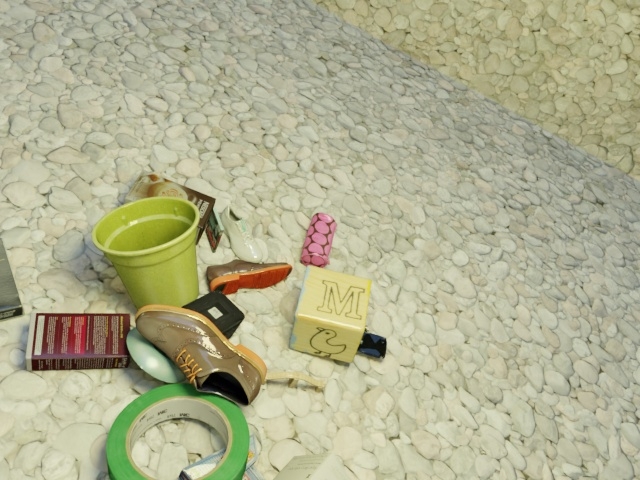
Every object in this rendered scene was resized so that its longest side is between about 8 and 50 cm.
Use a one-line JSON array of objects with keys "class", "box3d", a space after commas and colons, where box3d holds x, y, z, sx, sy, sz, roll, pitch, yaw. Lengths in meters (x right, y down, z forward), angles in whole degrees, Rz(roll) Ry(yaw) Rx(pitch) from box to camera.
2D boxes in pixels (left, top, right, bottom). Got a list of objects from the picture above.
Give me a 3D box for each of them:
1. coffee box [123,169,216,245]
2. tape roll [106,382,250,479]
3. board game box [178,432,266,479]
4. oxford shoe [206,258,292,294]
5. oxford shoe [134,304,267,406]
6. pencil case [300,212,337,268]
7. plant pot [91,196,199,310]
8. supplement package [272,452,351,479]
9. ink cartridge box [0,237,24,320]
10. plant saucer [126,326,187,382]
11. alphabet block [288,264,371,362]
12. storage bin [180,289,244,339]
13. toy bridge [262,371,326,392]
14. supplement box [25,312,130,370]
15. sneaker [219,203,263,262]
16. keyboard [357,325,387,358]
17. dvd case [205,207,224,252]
[{"class": "coffee box", "box3d": [-0.469, -0.103, 1.806, 0.246, 0.098, 0.141, 21, 48, -8]}, {"class": "tape roll", "box3d": [-0.328, 0.482, 1.349, 0.321, 0.077, 0.321, 8, 35, -6]}, {"class": "board game box", "box3d": [-0.205, 0.576, 1.404, 0.194, 0.060, 0.194, 45, 50, 14]}, {"class": "oxford shoe", "box3d": [-0.216, 0.090, 1.772, 0.271, 0.097, 0.098, -7, 51, -29]}, {"class": "oxford shoe", "box3d": [-0.302, 0.281, 1.423, 0.363, 0.130, 0.133, 29, 27, -6]}, {"class": "pencil case", "box3d": [0.000, 0.000, 1.945, 0.098, 0.095, 0.209, -3, 48, 18]}, {"class": "plant pot", "box3d": [-0.440, 0.058, 1.554, 0.276, 0.254, 0.276, -3, 34, 2]}, {"class": "supplement package", "box3d": [-0.060, 0.649, 1.301, 0.293, 0.177, 0.175, -37, 95, -41]}, {"class": "ink cartridge box", "box3d": [-0.946, 0.092, 1.453, 0.303, 0.072, 0.307, -15, 63, -33]}, {"class": "plant saucer", "box3d": [-0.406, 0.282, 1.499, 0.195, 0.037, 0.195, 39, 15, -12]}, {"class": "alphabet block", "box3d": [0.028, 0.215, 1.696, 0.197, 0.192, 0.193, 13, 50, 1]}, {"class": "storage bin", "box3d": [-0.309, 0.225, 1.585, 0.122, 0.084, 0.180, 42, 28, 12]}, {"class": "toy bridge", "box3d": [-0.073, 0.389, 1.613, 0.188, 0.063, 0.026, 11, 49, -15]}, {"class": "supplement box", "box3d": [-0.610, 0.255, 1.469, 0.239, 0.073, 0.130, 4, 52, -21]}, {"class": "sneaker", "box3d": [-0.253, -0.023, 1.844, 0.080, 0.094, 0.212, -25, 67, -39]}, {"class": "keyboard", "box3d": [0.112, 0.305, 1.791, 0.192, 0.038, 0.100, 17, 55, 1]}, {"class": "dvd case", "box3d": [-0.330, -0.030, 1.796, 0.013, 0.119, 0.087, -7, 56, -29]}]
